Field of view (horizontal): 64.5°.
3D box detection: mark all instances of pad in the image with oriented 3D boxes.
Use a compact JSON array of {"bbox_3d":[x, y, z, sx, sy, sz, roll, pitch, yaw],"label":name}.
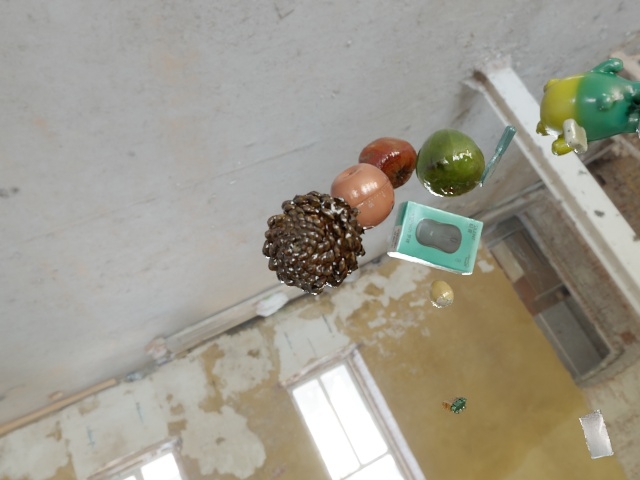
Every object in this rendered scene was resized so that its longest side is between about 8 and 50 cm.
[{"bbox_3d":[0.862,0.608,1.587,0.004,0.127,0.190,-6,153,5],"label":"pad"}]

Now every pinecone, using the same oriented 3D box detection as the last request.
[{"bbox_3d":[0.000,0.000,1.073,0.221,0.222,0.221,-25,162,-9],"label":"pinecone"}]

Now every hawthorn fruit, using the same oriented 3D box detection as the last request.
[{"bbox_3d":[0.321,-0.386,2.524,0.275,0.299,0.276,-23,123,-41],"label":"hawthorn fruit"}]

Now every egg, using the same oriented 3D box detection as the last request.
[{"bbox_3d":[0.396,0.173,1.670,0.080,0.096,0.080,-1,136,-1],"label":"egg"}]

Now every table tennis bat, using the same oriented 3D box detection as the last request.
[{"bbox_3d":[0.648,-0.306,1.858,0.153,0.040,0.244,-31,147,-51],"label":"table tennis bat"}]

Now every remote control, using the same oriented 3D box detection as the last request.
[{"bbox_3d":[0.673,-0.274,1.341,0.032,0.074,0.122,-10,167,40],"label":"remote control"}]

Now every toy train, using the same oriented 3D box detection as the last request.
[{"bbox_3d":[0.521,0.631,1.958,0.064,0.044,0.103,7,-170,42],"label":"toy train"}]

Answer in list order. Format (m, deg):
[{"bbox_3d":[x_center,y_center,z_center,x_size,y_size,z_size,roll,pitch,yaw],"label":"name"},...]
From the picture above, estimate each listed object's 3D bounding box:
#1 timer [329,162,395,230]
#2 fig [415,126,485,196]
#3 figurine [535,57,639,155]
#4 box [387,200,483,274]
[{"bbox_3d":[0.152,-0.156,1.830,0.229,0.215,0.230,-27,-159,11],"label":"timer"},{"bbox_3d":[0.557,-0.353,2.201,0.316,0.316,0.316,-25,162,-9],"label":"fig"},{"bbox_3d":[0.901,-0.440,1.686,0.340,0.324,0.231,10,-173,38],"label":"figurine"},{"bbox_3d":[0.423,-0.007,1.868,0.311,0.205,0.118,16,175,-8],"label":"box"}]
